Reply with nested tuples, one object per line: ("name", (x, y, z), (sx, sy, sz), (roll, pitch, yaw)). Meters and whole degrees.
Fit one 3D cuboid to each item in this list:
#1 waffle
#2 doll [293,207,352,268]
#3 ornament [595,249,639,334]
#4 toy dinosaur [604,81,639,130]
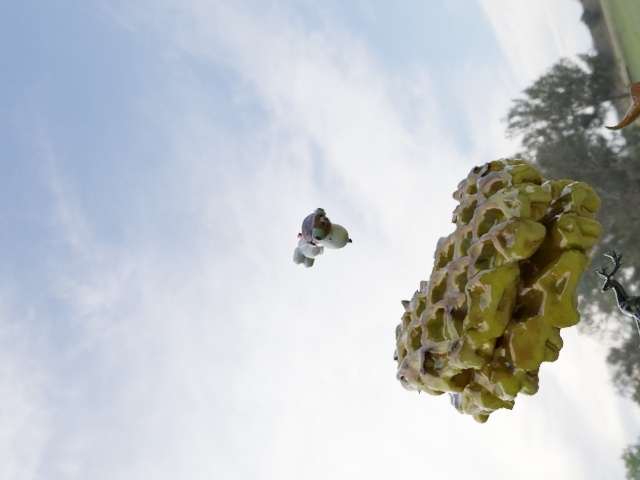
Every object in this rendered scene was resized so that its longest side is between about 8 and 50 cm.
("waffle", (0.201, 0.060, 0.734), (0.261, 0.151, 0.324), (-68, -2, -74))
("doll", (-0.007, -0.001, 0.645), (0.058, 0.085, 0.040), (30, -123, -31))
("ornament", (0.396, 0.064, 0.736), (0.028, 0.073, 0.125), (9, -129, -53))
("toy dinosaur", (0.558, -0.240, 0.980), (0.057, 0.212, 0.142), (96, 173, -46))
